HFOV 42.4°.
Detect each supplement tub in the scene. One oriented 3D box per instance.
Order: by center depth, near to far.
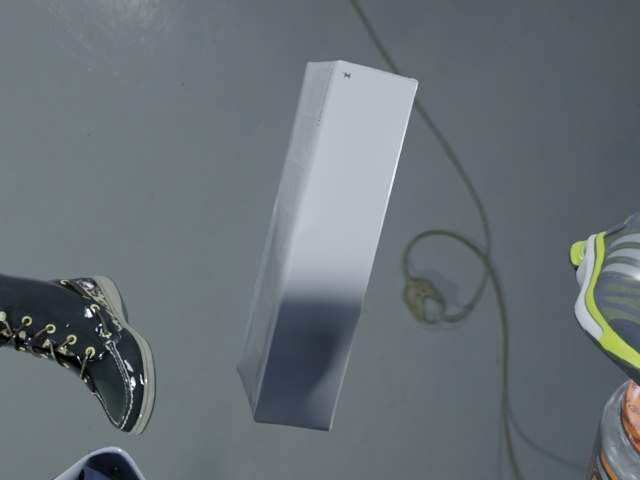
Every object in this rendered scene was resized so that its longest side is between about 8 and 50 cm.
[{"bbox_3d":[0.454,0.299,1.079,0.193,0.194,0.316,-23,140,-12],"label":"supplement tub"}]

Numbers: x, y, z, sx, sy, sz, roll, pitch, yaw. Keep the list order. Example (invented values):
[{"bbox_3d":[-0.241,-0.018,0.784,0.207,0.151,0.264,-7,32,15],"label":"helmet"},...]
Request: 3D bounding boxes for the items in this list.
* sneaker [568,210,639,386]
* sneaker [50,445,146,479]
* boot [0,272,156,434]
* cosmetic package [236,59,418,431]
[{"bbox_3d":[0.299,0.041,0.731,0.111,0.300,0.121,41,114,-10],"label":"sneaker"},{"bbox_3d":[-0.057,0.197,0.483,0.282,0.099,0.153,-6,114,-10],"label":"sneaker"},{"bbox_3d":[-0.279,0.109,0.849,0.178,0.236,0.085,11,116,-36],"label":"boot"},{"bbox_3d":[0.000,0.000,0.573,0.060,0.099,0.239,12,99,-13],"label":"cosmetic package"}]
